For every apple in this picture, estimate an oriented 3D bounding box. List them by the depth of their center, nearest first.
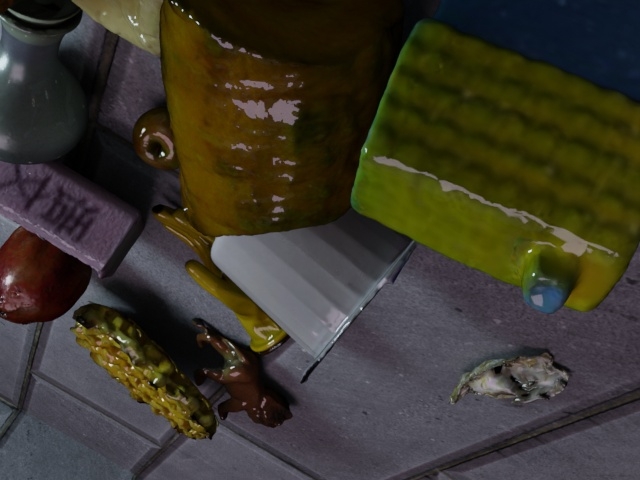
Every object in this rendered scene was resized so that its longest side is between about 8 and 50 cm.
[{"bbox_3d":[-0.211,-0.141,1.134,0.089,0.074,0.090,18,144,14],"label":"apple"}]

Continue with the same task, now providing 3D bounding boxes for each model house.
[{"bbox_3d":[0.177,-0.089,0.728,0.237,0.303,0.216,24,141,8],"label":"model house"}]

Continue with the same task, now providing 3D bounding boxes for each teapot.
[{"bbox_3d":[-0.380,-0.224,1.070,0.183,0.183,0.251,30,137,-3],"label":"teapot"}]

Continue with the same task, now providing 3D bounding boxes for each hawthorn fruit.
[{"bbox_3d":[-0.538,0.079,1.536,0.181,0.235,0.181,26,144,21],"label":"hawthorn fruit"}]

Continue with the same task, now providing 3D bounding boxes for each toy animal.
[{"bbox_3d":[-0.153,0.287,1.684,0.157,0.097,0.312,2,139,19],"label":"toy animal"}]

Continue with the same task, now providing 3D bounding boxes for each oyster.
[{"bbox_3d":[0.285,0.205,1.284,0.199,0.061,0.106,-2,119,35],"label":"oyster"}]

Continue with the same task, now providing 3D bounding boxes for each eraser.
[{"bbox_3d":[-0.454,-0.082,1.281,0.359,0.122,0.272,33,173,-6],"label":"eraser"}]

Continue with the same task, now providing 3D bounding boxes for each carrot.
[{"bbox_3d":[-0.040,-0.142,0.852,0.241,0.241,0.341,20,146,12],"label":"carrot"}]

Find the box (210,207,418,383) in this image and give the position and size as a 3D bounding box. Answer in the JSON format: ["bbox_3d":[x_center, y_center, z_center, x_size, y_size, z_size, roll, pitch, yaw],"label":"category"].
[{"bbox_3d":[0.000,0.000,1.064,0.206,0.262,0.291,38,109,4],"label":"box"}]

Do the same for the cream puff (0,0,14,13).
[{"bbox_3d":[-0.423,-0.348,0.824,0.303,0.212,0.303,40,150,29],"label":"cream puff"}]

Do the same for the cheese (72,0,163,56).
[{"bbox_3d":[-0.209,-0.304,0.875,0.214,0.117,0.226,36,152,-1],"label":"cheese"}]

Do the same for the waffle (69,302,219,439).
[{"bbox_3d":[-0.361,0.270,1.716,0.380,0.095,0.382,48,159,-8],"label":"waffle"}]

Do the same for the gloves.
[{"bbox_3d":[-0.163,0.046,1.333,0.294,0.116,0.133,46,153,-20],"label":"gloves"}]
